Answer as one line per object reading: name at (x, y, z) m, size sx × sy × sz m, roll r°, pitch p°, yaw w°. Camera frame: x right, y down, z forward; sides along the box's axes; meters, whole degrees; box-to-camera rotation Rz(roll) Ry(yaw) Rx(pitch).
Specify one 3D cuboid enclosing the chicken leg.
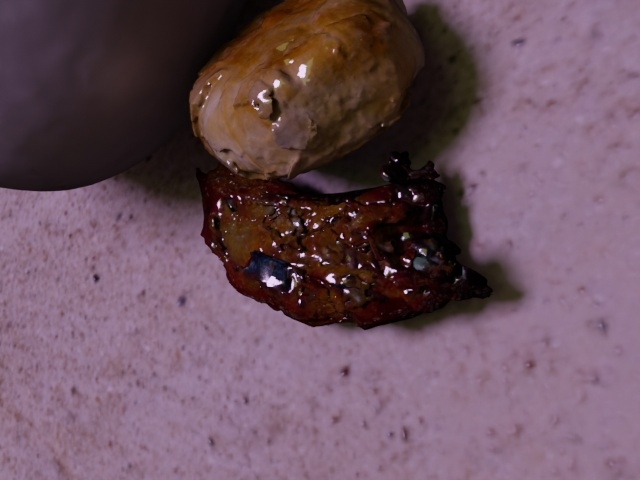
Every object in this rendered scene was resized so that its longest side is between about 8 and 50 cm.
chicken leg at (0.000, 0.000, 0.496) m, size 0.234 × 0.063 × 0.105 m, roll 2°, pitch 78°, yaw 40°

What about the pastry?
pastry at (-0.010, -0.096, 0.482) m, size 0.153 × 0.081 × 0.153 m, roll -26°, pitch 36°, yaw 21°

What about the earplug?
earplug at (-0.178, -0.231, 0.528) m, size 0.313 × 0.313 × 0.394 m, roll 26°, pitch 101°, yaw 39°
